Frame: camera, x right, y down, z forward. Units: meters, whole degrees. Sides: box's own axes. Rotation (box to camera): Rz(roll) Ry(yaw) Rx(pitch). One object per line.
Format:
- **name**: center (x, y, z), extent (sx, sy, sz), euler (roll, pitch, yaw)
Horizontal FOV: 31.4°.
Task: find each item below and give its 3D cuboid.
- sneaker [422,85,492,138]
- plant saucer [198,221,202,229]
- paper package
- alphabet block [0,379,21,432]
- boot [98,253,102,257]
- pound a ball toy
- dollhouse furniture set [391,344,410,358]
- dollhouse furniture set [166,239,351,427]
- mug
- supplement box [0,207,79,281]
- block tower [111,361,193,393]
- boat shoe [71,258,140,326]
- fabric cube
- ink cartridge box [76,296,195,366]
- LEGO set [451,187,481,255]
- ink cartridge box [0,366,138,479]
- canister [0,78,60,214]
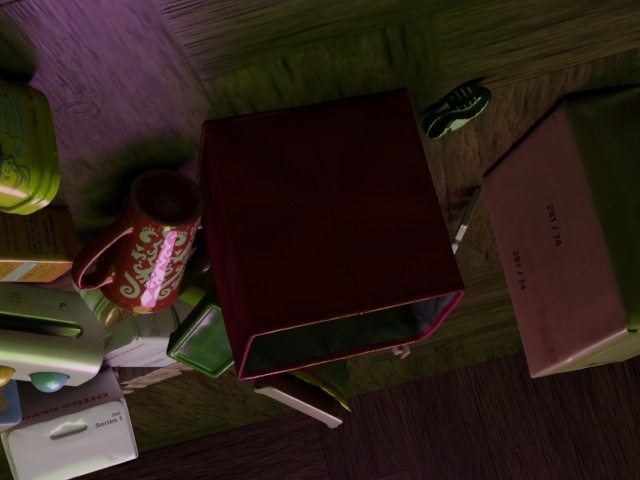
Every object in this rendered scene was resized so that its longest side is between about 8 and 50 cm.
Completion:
- **sneaker**: center (0.173, -0.163, 1.402), extent (0.043, 0.040, 0.109), euler (-22, 176, -41)
- **plant saucer**: center (-0.170, -0.030, 1.580), extent (0.083, 0.013, 0.083), euler (-14, 164, -4)
- **paper package**: center (0.386, -0.002, 1.600), extent (0.168, 0.325, 0.309), euler (-8, 164, -18)
- **alphabet block**: center (-0.602, 0.224, 1.749), extent (0.197, 0.192, 0.193), euler (-26, 158, 38)
- **boot**: center (-0.245, -0.016, 1.522), extent (0.106, 0.037, 0.114), euler (-18, 170, -30)
- **pound a ball toy**: center (-0.451, 0.122, 1.548), extent (0.319, 0.136, 0.208), euler (11, 156, -31)
- **dollhouse furniture set**: center (0.088, 0.208, 2.400), extent (0.151, 0.123, 0.144), euler (-10, 163, -13)
- **dollhouse furniture set**: center (-0.048, 0.117, 1.662), extent (0.301, 0.198, 0.151), euler (28, 133, -19)
- **mug**: center (-0.218, 0.009, 1.412), extent (0.150, 0.113, 0.169), euler (-50, 173, -43)
- **supplement box**: center (-0.411, 0.003, 1.371), extent (0.233, 0.078, 0.080), euler (1, 158, -44)
- **block tower**: center (-0.375, 0.240, 2.172), extent (0.335, 0.091, 0.097), euler (-21, 162, 24)
- **boat shoe**: center (-0.276, 0.050, 1.634), extent (0.098, 0.096, 0.277), euler (-49, 175, 6)
- **fabric cube**: center (0.000, 0.000, 1.392), extent (0.259, 0.258, 0.254), euler (-11, 163, -11)
- **ink cartridge box**: center (-0.298, 0.155, 1.951), extent (0.158, 0.092, 0.218), euler (-24, 163, 31)
- **LEGO set**: center (0.179, 0.050, 1.806), extent (0.060, 0.244, 0.182), euler (22, 153, 5)
- **ink cartridge box**: center (-0.438, 0.297, 1.938), extent (0.201, 0.117, 0.278), euler (-15, -163, -15)
- **canister**: center (-0.323, -0.099, 1.021), extent (0.073, 0.126, 0.170), euler (-22, 160, 25)
